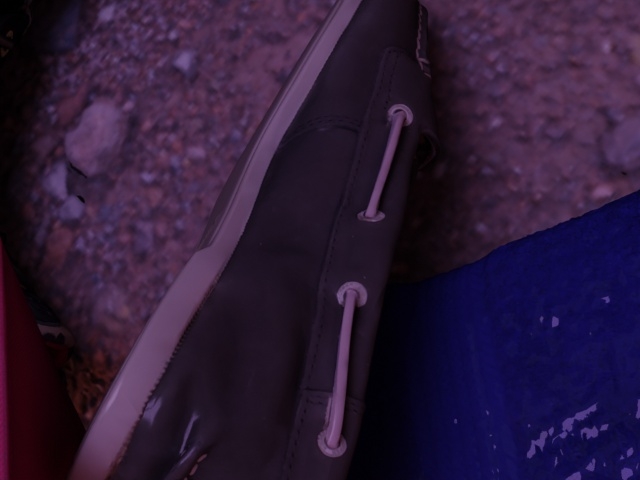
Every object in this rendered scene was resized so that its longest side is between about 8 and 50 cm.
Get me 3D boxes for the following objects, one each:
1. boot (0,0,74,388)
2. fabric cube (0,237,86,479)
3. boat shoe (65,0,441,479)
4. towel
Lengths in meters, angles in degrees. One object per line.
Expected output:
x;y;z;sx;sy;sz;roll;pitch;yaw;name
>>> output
-0.201;-0.044;0.744;0.377;0.138;0.284;-40;58;14;boot
-0.212;0.178;0.521;0.259;0.258;0.254;-8;60;-3;fabric cube
0.000;0.000;0.610;0.112;0.095;0.335;-55;7;45;boat shoe
0.059;0.120;0.599;0.308;0.076;0.227;-20;58;21;towel
